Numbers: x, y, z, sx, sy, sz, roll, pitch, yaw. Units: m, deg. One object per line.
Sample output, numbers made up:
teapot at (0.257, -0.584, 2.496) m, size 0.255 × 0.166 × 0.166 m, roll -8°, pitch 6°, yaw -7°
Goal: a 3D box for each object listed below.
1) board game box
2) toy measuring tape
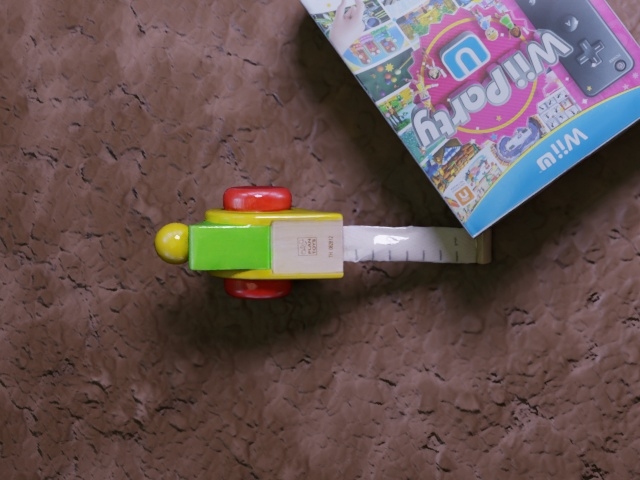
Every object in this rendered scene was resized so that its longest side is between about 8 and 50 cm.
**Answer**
board game box at (0.144, -0.188, 1.092) m, size 0.224 × 0.097 × 0.303 m, roll -36°, pitch 87°, yaw 7°
toy measuring tape at (0.000, 0.000, 1.179) m, size 0.330 × 0.121 × 0.121 m, roll -1°, pitch 95°, yaw -8°
